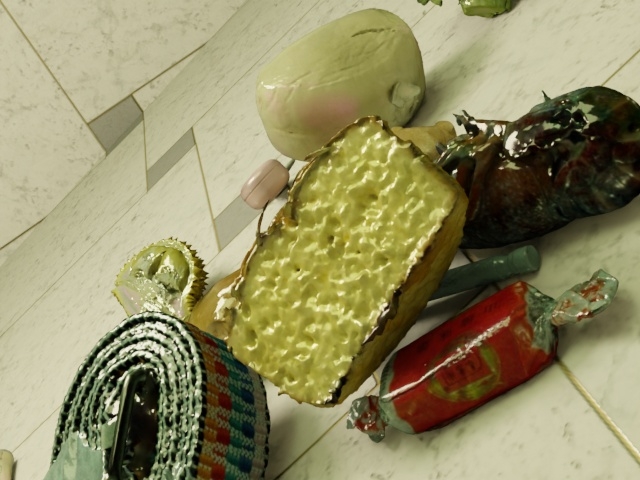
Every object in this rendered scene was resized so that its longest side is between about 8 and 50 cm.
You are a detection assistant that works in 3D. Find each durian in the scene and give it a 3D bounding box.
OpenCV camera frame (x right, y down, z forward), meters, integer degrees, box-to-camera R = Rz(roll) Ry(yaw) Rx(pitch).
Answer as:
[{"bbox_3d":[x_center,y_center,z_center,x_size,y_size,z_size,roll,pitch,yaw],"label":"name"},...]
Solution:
[{"bbox_3d":[-0.213,0.084,1.526,0.146,0.102,0.208,-44,44,12],"label":"durian"}]

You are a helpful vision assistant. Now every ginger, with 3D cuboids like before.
[{"bbox_3d":[-0.019,-0.001,1.236,0.363,0.122,0.348,-47,5,-28],"label":"ginger"}]

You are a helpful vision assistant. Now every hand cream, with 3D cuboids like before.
[{"bbox_3d":[-0.496,0.374,1.605,0.061,0.039,0.143,-41,27,7],"label":"hand cream"}]

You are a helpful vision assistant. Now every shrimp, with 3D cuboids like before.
[{"bbox_3d":[0.175,-0.067,1.031,0.172,0.137,0.372,-24,12,-38],"label":"shrimp"}]

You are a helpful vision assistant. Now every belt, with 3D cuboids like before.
[{"bbox_3d":[-0.163,0.208,1.049,0.207,0.150,0.257,-8,64,35],"label":"belt"}]

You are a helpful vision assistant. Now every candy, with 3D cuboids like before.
[{"bbox_3d":[0.127,0.102,0.898,0.292,0.059,0.086,-34,23,26],"label":"candy"}]

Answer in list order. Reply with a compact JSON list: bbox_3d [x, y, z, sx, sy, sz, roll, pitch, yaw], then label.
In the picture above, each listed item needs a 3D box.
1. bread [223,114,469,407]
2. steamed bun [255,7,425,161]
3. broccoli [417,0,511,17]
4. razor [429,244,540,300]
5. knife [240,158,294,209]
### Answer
[{"bbox_3d":[0.034,0.021,0.968,0.160,0.147,0.260,33,101,25],"label":"bread"},{"bbox_3d":[0.039,-0.198,1.420,0.239,0.170,0.152,-33,50,-15],"label":"steamed bun"},{"bbox_3d":[0.222,-0.408,1.482,0.198,0.226,0.176,-15,-58,-67],"label":"broccoli"},{"bbox_3d":[0.111,0.043,1.038,0.232,0.068,0.106,-21,33,38],"label":"razor"},{"bbox_3d":[-0.068,-0.090,1.496,0.081,0.043,0.336,-47,4,5],"label":"knife"}]
